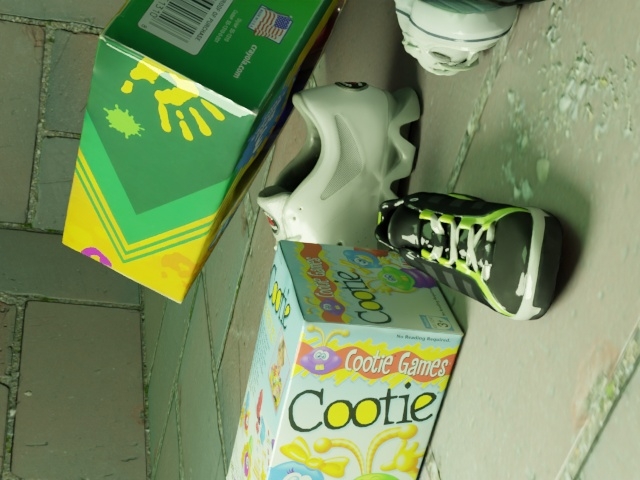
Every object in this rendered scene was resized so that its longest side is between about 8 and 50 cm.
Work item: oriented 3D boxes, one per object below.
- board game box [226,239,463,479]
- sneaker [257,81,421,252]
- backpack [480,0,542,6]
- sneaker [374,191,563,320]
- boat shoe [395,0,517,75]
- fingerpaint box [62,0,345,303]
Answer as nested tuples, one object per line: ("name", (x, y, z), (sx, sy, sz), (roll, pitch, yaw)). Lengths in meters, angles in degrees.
("board game box", (0.012, 0.158, 1.028), (0.144, 0.142, 0.275), (-111, 30, -59))
("sneaker", (0.000, 0.000, 1.141), (0.122, 0.146, 0.330), (-146, 61, -71))
("backpack", (0.028, -0.340, 0.860), (0.355, 0.273, 0.290), (-121, 20, -60))
("sneaker", (0.100, 0.008, 0.851), (0.235, 0.097, 0.084), (-156, 73, -74))
("boat shoe", (0.114, -0.177, 0.946), (0.226, 0.083, 0.075), (-102, 6, -70))
("fingerpaint box", (-0.088, -0.211, 1.216), (0.444, 0.163, 0.371), (-64, 2, -35))
